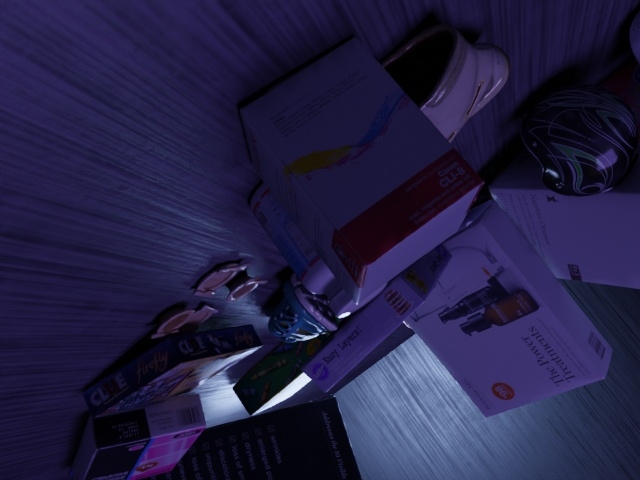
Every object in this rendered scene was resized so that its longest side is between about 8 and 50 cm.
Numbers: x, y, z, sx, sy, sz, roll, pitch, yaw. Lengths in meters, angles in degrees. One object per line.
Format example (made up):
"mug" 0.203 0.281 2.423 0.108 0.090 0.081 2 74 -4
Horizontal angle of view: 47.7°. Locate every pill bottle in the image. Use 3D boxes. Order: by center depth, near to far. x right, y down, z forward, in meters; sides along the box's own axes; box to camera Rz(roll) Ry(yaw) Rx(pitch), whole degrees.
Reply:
"pill bottle" 0.000 0.000 0.781 0.087 0.160 0.087 -32 165 -10

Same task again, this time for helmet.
"helmet" 0.409 -0.166 1.143 0.169 0.169 0.162 -35 130 -2

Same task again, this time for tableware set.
"tableware set" -0.151 0.084 0.973 0.168 0.020 0.141 -39 164 11

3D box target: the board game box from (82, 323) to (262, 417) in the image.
"board game box" -0.210 0.189 1.077 0.165 0.042 0.243 -33 166 16

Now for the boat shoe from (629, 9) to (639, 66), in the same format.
"boat shoe" 0.596 -0.250 1.144 0.335 0.119 0.121 25 107 -42

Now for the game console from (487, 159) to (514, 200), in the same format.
"game console" 0.442 -0.026 1.567 0.386 0.060 0.342 -19 129 -47

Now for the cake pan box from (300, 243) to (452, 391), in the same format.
"cake pan box" 0.099 0.125 1.267 0.267 0.070 0.245 -47 174 24

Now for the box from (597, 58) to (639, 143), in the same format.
"box" 0.628 -0.265 1.361 0.299 0.154 0.142 -35 163 3

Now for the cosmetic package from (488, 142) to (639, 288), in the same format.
"cosmetic package" 0.519 -0.044 1.261 0.384 0.217 0.156 7 -137 49

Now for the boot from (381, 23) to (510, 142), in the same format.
"boot" 0.096 -0.129 0.767 0.213 0.077 0.165 -49 161 24

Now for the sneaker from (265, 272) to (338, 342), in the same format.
"sneaker" -0.035 0.127 1.203 0.109 0.107 0.275 -25 163 -6

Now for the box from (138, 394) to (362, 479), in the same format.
"box" -0.144 0.648 1.575 0.471 0.480 0.297 -10 157 -21

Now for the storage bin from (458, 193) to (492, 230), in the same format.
"storage bin" 0.189 -0.061 1.134 0.135 0.091 0.098 -26 162 -35

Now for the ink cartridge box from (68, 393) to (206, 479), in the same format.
"ink cartridge box" -0.330 0.369 1.263 0.175 0.069 0.371 -6 155 -28

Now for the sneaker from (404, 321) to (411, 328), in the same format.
"sneaker" 0.257 0.038 1.590 0.116 0.136 0.314 34 96 -31

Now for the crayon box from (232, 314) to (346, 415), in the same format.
"crayon box" -0.047 0.269 1.620 0.278 0.081 0.165 -43 163 25

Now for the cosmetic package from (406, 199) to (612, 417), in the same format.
"cosmetic package" 0.328 0.145 1.406 0.284 0.377 0.097 -34 -171 44

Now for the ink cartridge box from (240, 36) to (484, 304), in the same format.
"ink cartridge box" 0.031 -0.060 0.647 0.127 0.176 0.128 -35 165 -11
